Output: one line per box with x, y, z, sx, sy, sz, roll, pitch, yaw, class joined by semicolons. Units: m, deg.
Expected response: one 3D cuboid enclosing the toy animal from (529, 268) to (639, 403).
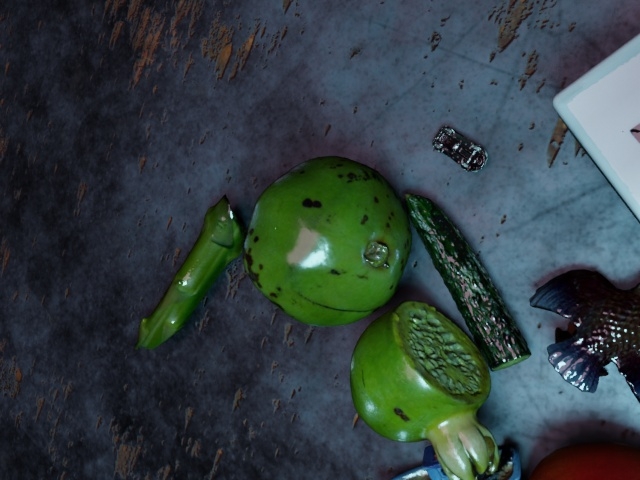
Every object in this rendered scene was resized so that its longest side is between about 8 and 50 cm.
0.379;0.107;0.802;0.179;0.116;0.218;-51;60;18;toy animal

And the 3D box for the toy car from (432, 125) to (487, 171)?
0.209;-0.135;0.954;0.093;0.025;0.041;41;108;27;toy car

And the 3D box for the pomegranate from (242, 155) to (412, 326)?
0.000;0.000;0.950;0.270;0.254;0.255;16;96;44;pomegranate

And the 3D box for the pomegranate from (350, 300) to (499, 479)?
0.144;0.215;0.895;0.241;0.190;0.159;41;119;7;pomegranate

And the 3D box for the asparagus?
-0.230;0.070;1.154;0.082;0.085;0.343;41;108;27;asparagus

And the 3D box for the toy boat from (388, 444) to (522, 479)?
0.176;0.339;0.906;0.223;0.100;0.097;-22;105;23;toy boat

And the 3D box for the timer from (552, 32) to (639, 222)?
0.417;-0.134;0.747;0.195;0.192;0.194;-38;71;22;timer

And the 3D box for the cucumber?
0.205;0.047;0.928;0.067;0.067;0.294;-34;70;23;cucumber

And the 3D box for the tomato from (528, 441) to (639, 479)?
0.361;0.385;0.740;0.298;0.226;0.299;-3;83;28;tomato
